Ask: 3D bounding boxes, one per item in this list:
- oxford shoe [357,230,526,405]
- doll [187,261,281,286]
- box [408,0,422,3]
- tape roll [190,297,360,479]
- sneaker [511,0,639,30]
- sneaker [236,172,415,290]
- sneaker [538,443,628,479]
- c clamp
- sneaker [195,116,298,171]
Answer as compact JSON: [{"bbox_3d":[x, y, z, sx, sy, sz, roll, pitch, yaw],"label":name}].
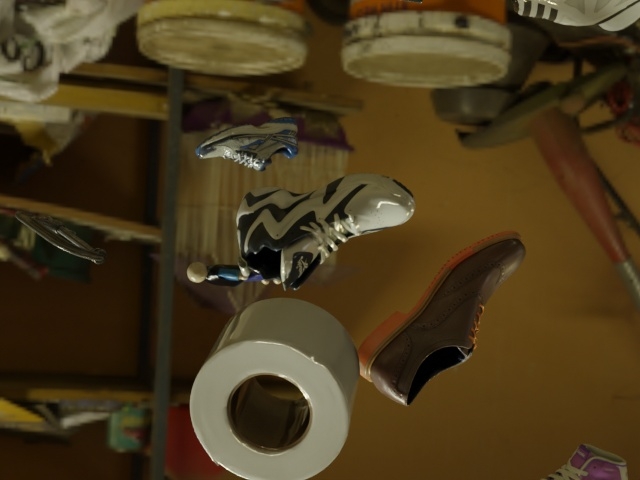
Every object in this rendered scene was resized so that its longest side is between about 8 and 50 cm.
[{"bbox_3d":[0.231,0.133,1.646,0.132,0.363,0.130,41,170,36],"label":"oxford shoe"},{"bbox_3d":[-0.167,0.063,1.815,0.189,0.046,0.129,2,175,-43],"label":"doll"},{"bbox_3d":[0.008,-0.517,1.801,0.322,0.058,0.232,1,-151,-28],"label":"box"},{"bbox_3d":[-0.066,0.230,1.528,0.246,0.246,0.169,3,-161,7],"label":"tape roll"},{"bbox_3d":[0.417,-0.424,1.428,0.257,0.169,0.447,-5,168,-16],"label":"sneaker"},{"bbox_3d":[0.000,0.000,1.231,0.235,0.153,0.094,0,137,10],"label":"sneaker"},{"bbox_3d":[0.453,0.464,1.872,0.282,0.161,0.102,-5,-162,-14],"label":"sneaker"},{"bbox_3d":[-0.354,-0.006,1.370,0.160,0.022,0.137,31,-178,40],"label":"c clamp"},{"bbox_3d":[-0.085,-0.112,1.197,0.135,0.058,0.052,-14,179,-21],"label":"sneaker"}]
